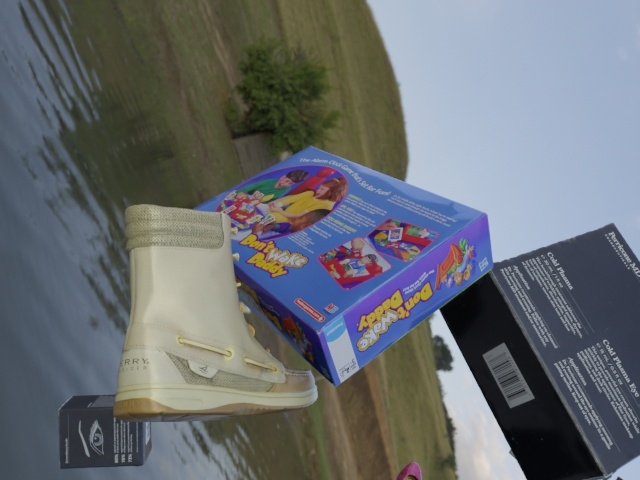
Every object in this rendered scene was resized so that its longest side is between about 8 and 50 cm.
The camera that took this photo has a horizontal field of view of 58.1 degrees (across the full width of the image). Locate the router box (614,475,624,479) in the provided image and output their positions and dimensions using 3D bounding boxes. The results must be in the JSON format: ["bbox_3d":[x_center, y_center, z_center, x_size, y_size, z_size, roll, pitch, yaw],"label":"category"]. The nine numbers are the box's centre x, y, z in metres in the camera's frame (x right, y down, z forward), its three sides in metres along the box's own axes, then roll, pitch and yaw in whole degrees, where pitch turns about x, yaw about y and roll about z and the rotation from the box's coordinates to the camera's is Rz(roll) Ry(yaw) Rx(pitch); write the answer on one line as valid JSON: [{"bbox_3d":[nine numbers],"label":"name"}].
[{"bbox_3d":[0.646,0.568,1.194,0.122,0.092,0.038,39,-1,25],"label":"router box"}]

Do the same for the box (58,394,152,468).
[{"bbox_3d":[-0.538,0.476,1.450,0.108,0.206,0.153,-146,-123,-84],"label":"box"}]

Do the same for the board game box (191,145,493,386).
[{"bbox_3d":[0.000,0.000,0.717,0.347,0.233,0.078,31,-34,49],"label":"board game box"}]

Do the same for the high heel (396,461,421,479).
[{"bbox_3d":[0.255,0.691,1.582,0.082,0.117,0.244,40,36,5],"label":"high heel"}]

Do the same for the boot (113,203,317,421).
[{"bbox_3d":[-0.097,0.079,0.601,0.261,0.095,0.204,19,60,-52],"label":"boot"}]

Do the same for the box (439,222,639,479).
[{"bbox_3d":[0.431,0.185,0.974,0.344,0.312,0.179,66,-26,20],"label":"box"}]

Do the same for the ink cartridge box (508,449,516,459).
[{"bbox_3d":[0.575,0.413,1.403,0.065,0.332,0.166,38,-63,26],"label":"ink cartridge box"}]
